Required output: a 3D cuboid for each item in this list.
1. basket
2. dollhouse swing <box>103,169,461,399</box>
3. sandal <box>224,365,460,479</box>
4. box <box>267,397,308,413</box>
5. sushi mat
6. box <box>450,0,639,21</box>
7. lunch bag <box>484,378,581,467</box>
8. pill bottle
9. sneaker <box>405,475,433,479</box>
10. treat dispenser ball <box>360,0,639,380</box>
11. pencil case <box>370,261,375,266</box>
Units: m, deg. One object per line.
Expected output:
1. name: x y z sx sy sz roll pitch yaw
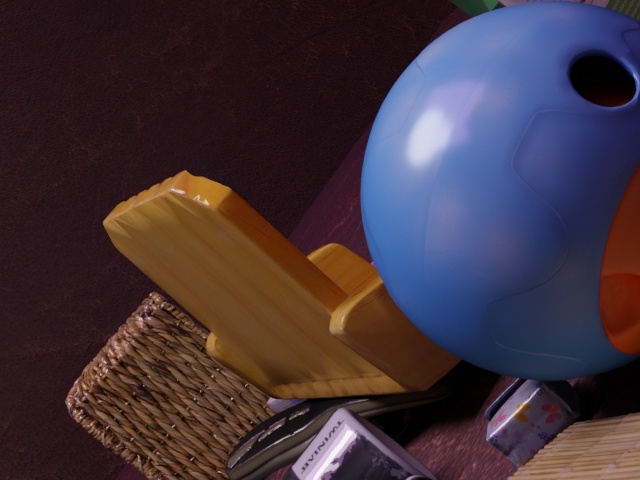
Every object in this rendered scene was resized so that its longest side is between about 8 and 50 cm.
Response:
1. basket: -0.207 0.248 1.937 0.223 0.299 0.213 -52 7 -7
2. dollhouse swing: 0.000 0.000 1.399 0.315 0.305 0.347 -38 9 -26
3. sandal: 0.031 0.209 1.435 0.303 0.086 0.120 -30 10 25
4. box: 0.039 0.152 1.650 0.203 0.103 0.114 -55 7 -25
5. sushi mat: 0.186 0.152 0.831 0.151 0.019 0.316 -33 -2 -20
6. box: 0.288 -0.345 1.678 0.232 0.322 0.058 -56 3 -33
7. lunch bag: 0.173 0.141 1.062 0.071 0.053 0.083 -49 -2 15
8. pill bottle: -0.007 0.284 1.170 0.245 0.130 0.130 -52 7 -1
9. sneaker: 0.038 0.298 0.977 0.123 0.106 0.290 -51 -5 25
10. treat dispenser ball: 0.174 -0.037 0.987 0.288 0.288 0.288 -51 7 9
11. pencil case: 0.135 0.037 1.680 0.086 0.088 0.206 -27 -3 -27
